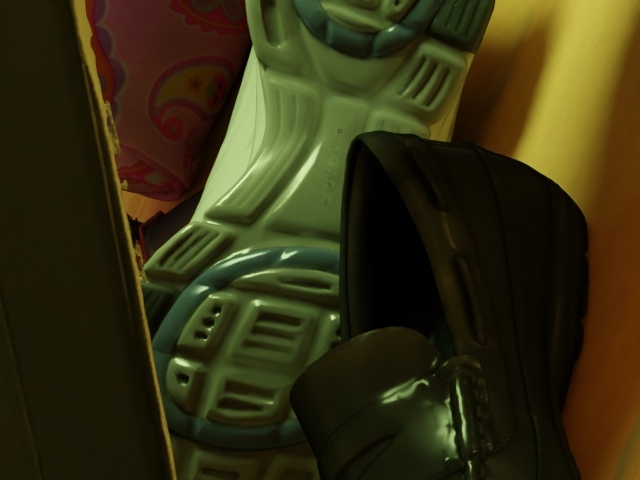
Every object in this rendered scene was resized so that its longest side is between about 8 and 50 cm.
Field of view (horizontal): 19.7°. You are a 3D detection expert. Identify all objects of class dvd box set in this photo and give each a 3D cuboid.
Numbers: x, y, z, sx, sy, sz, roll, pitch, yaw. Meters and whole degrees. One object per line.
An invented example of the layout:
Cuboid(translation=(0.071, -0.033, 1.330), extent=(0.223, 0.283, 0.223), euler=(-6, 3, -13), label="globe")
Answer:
Cuboid(translation=(-0.139, -0.072, 0.555), extent=(0.420, 0.062, 0.307), euler=(-129, 27, -56), label="dvd box set")

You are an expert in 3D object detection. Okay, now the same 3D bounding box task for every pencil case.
Cuboid(translation=(-0.086, -0.167, 1.073), extent=(0.124, 0.124, 0.284), euler=(-20, 50, 68), label="pencil case")

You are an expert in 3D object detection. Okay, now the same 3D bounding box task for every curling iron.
Cuboid(translation=(-0.082, -0.007, 0.991), extent=(0.274, 0.035, 0.068), euler=(-30, 40, 64), label="curling iron")

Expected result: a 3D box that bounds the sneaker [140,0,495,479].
Cuboid(translation=(0.000, 0.000, 0.660), extent=(0.129, 0.111, 0.297), euler=(89, -160, -76), label="sneaker")

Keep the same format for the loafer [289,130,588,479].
Cuboid(translation=(0.027, 0.058, 0.489), extent=(0.076, 0.078, 0.223), euler=(-52, 22, 41), label="loafer")
